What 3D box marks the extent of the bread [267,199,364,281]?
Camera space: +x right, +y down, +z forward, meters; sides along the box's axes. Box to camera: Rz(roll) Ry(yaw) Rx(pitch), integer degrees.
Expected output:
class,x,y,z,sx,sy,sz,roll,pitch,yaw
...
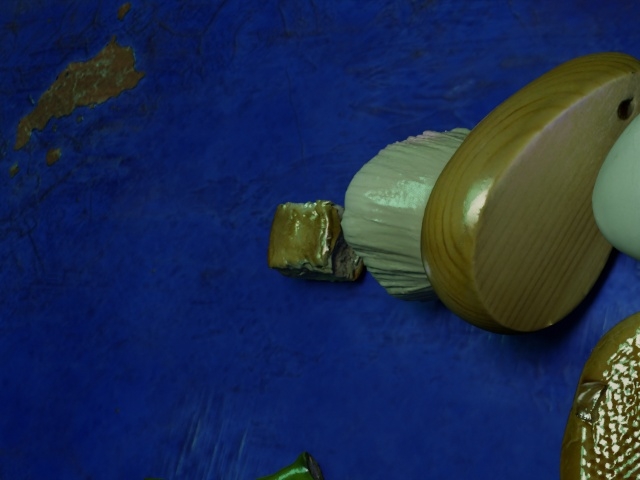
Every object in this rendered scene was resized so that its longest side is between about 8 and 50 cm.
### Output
class,x,y,z,sx,sy,sz,roll,pitch,yaw
bread,0.001,0.002,1.517,0.083,0.077,0.070,2,81,39

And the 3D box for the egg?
class,x,y,z,sx,sy,sz,roll,pitch,yaw
egg,0.307,-0.051,1.247,0.209,0.151,0.151,-22,56,29

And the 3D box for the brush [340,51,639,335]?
class,x,y,z,sx,sy,sz,roll,pitch,yaw
brush,0.160,-0.055,1.365,0.266,0.174,0.166,-54,37,-8

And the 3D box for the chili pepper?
class,x,y,z,sx,sy,sz,roll,pitch,yaw
chili pepper,-0.086,0.235,1.481,0.202,0.050,0.052,-14,21,28

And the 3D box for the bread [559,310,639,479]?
class,x,y,z,sx,sy,sz,roll,pitch,yaw
bread,0.249,0.142,1.248,0.114,0.077,0.189,18,78,22
